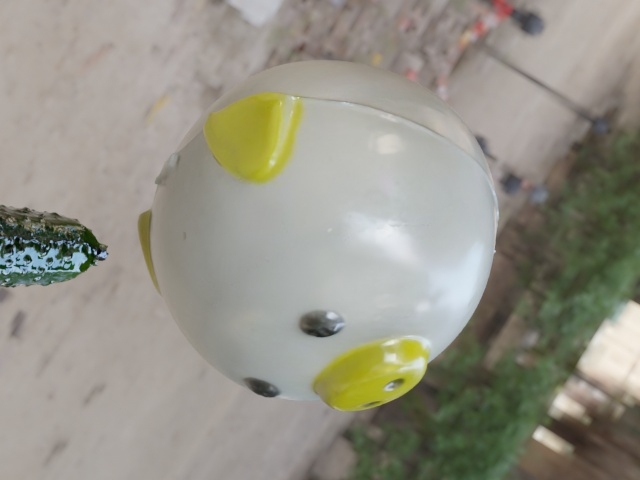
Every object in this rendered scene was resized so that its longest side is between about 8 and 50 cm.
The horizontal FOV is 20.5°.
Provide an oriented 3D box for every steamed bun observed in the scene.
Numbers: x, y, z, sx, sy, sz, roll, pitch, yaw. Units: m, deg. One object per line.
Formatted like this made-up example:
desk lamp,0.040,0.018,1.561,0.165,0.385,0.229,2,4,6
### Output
steamed bun,0.001,-0.006,1.700,0.334,0.334,0.374,-52,180,-39

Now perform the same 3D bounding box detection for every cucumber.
cucumber,-0.242,0.004,1.335,0.227,0.069,0.069,5,119,-55
